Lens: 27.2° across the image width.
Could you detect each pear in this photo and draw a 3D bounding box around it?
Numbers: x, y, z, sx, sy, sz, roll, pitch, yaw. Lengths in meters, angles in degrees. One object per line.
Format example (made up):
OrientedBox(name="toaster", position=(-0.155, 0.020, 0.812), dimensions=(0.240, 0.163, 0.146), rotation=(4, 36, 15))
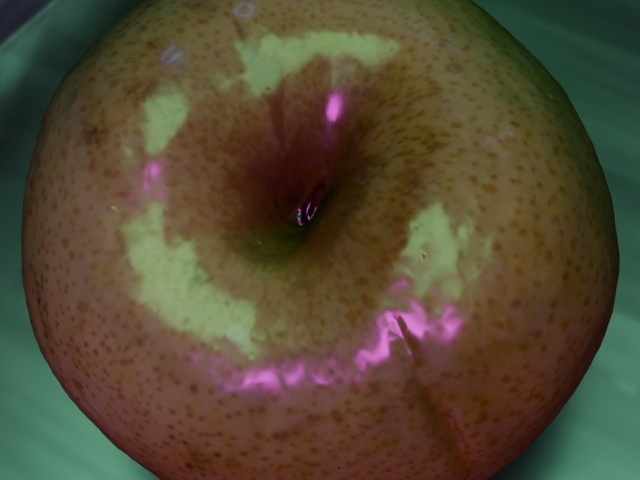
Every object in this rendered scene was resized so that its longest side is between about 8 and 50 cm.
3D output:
OrientedBox(name="pear", position=(0.000, 0.000, 0.374), dimensions=(0.167, 0.136, 0.167), rotation=(-2, 69, 4))
